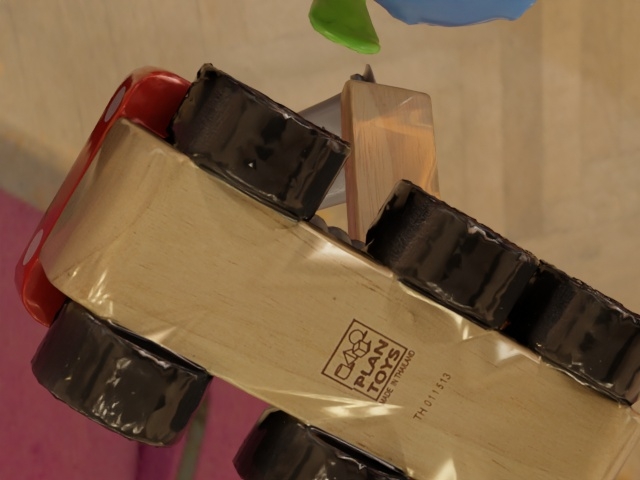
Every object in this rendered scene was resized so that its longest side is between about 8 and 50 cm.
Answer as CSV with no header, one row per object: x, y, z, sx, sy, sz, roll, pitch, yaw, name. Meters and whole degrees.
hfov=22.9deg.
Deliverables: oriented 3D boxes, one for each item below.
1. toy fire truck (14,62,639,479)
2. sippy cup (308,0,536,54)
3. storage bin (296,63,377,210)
0.000,0.000,0.627,0.217,0.246,0.158,29,93,-19,toy fire truck
0.089,-0.272,1.087,0.240,0.224,0.305,-8,135,6,sippy cup
0.006,-0.049,0.989,0.091,0.135,0.098,-20,95,4,storage bin
